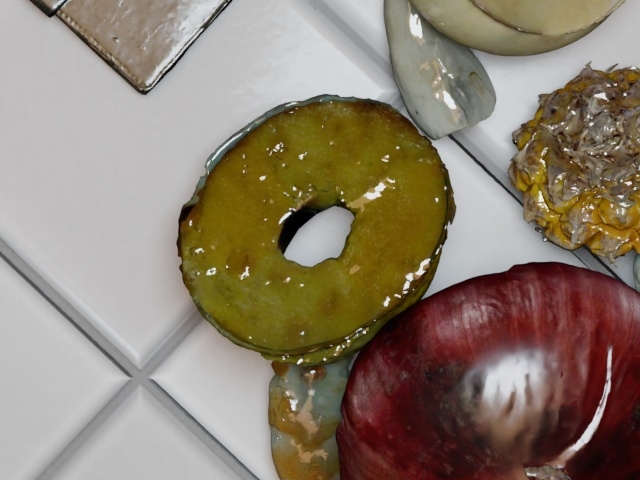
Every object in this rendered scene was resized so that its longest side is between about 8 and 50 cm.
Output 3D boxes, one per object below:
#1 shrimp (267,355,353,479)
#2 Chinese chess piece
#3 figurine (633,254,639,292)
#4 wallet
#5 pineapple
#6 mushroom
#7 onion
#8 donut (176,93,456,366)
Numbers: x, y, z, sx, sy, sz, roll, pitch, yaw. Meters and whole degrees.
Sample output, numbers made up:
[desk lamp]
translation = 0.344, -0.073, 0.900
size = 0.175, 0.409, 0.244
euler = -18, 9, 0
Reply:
[shrimp]
translation = 0.059, 0.216, 1.571
size = 0.287, 0.068, 0.185
euler = 27, 92, -1
[Chinese chess piece]
translation = 0.183, -0.302, 1.484
size = 0.257, 0.104, 0.257
euler = 1, 86, -23
[figurine]
translation = 0.356, 0.059, 1.533
size = 0.235, 0.127, 0.155
euler = 45, 137, 27
[wallet]
translation = -0.238, -0.305, 1.566
size = 0.317, 0.044, 0.169
euler = 41, 89, -2
[pineapple]
translation = 0.277, -0.085, 1.507
size = 0.225, 0.076, 0.224
euler = -6, 64, 12
[mushroom]
translation = 0.105, -0.212, 1.546
size = 0.092, 0.081, 0.223
euler = -16, 91, 6
[onion]
translation = 0.188, 0.198, 1.419
size = 0.348, 0.285, 0.347
euler = -3, 120, -6
[donut]
translation = 0.000, 0.000, 1.514
size = 0.272, 0.107, 0.272
euler = -5, 67, 12
